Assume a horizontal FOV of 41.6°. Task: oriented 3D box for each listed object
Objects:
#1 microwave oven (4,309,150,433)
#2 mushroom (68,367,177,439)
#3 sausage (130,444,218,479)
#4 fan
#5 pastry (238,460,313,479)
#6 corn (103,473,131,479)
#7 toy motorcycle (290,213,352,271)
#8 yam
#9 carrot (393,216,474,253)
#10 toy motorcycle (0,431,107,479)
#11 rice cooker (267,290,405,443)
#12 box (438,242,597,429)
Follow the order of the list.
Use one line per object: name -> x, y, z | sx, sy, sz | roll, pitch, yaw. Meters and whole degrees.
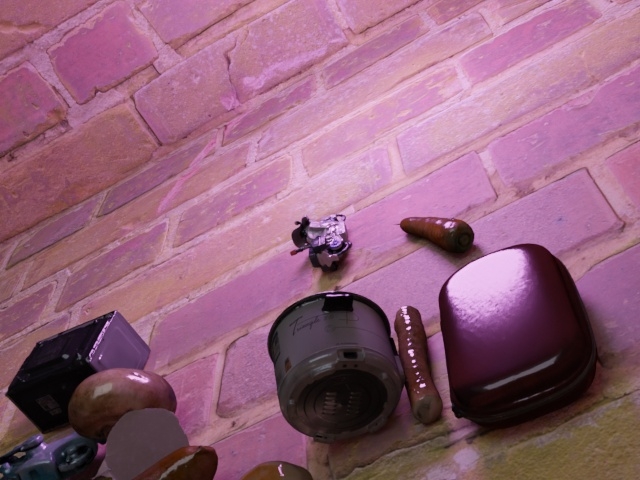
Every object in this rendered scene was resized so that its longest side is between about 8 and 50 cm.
microwave oven -> -0.635, 0.338, 2.202 | 0.295, 0.181, 0.237 | -21, 28, 23
mushroom -> -0.451, 0.382, 1.903 | 0.255, 0.184, 0.255 | -20, -9, -3
sausage -> -0.403, 0.559, 1.624 | 0.501, 0.136, 0.123 | -34, 53, -6
fan -> -0.420, 0.467, 1.743 | 0.310, 0.182, 0.010 | -25, -19, -23
pastry -> -0.085, 0.455, 1.490 | 0.156, 0.092, 0.156 | -19, 28, 11
corn -> -0.482, 0.559, 1.772 | 0.238, 0.080, 0.080 | -26, 27, 7
toy motorcycle -> 0.000, 0.000, 2.154 | 0.150, 0.102, 0.221 | -16, 29, 7
yam -> 0.181, 0.230, 1.601 | 0.066, 0.066, 0.300 | -27, 28, 13
carrot -> 0.252, -0.027, 1.953 | 0.078, 0.078, 0.298 | -41, 23, -14
toy motorcycle -> -0.623, 0.513, 1.953 | 0.260, 0.154, 0.206 | -22, 5, 8
rice cooker -> 0.027, 0.227, 1.572 | 0.241, 0.280, 0.227 | -2, 35, -9
box -> 0.338, 0.158, 1.489 | 0.263, 0.108, 0.404 | -25, 27, 18
